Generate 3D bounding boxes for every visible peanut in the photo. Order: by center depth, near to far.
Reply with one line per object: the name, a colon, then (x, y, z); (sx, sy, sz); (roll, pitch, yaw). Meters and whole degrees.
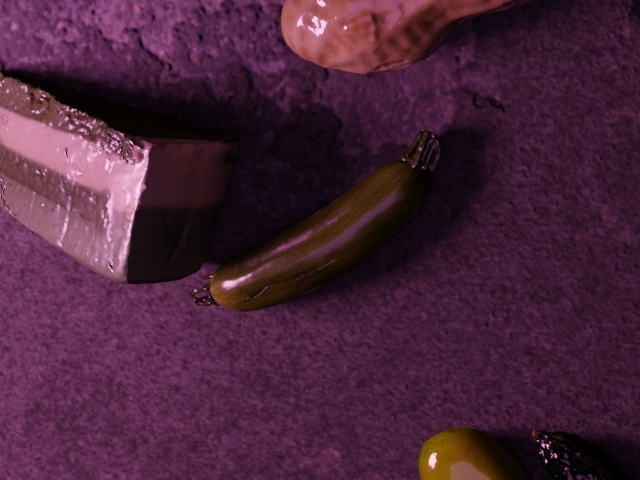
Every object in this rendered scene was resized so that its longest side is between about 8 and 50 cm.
peanut: (0.100, -0.244, 1.706); (0.290, 0.130, 0.130); (-24, 98, 16)

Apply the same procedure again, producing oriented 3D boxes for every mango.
mango: (0.165, 0.274, 1.833); (0.117, 0.089, 0.163); (-7, 101, 12)

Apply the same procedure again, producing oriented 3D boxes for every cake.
cake: (-0.250, -0.068, 1.793); (0.283, 0.172, 0.158); (19, 104, 8)

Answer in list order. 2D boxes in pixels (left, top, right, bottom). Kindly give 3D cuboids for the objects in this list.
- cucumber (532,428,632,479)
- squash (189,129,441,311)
cucumber: (0.324, 0.302, 1.819); (0.072, 0.072, 0.300); (-38, 93, 16)
squash: (0.002, 0.002, 1.809); (0.318, 0.071, 0.080); (-33, 94, 16)
